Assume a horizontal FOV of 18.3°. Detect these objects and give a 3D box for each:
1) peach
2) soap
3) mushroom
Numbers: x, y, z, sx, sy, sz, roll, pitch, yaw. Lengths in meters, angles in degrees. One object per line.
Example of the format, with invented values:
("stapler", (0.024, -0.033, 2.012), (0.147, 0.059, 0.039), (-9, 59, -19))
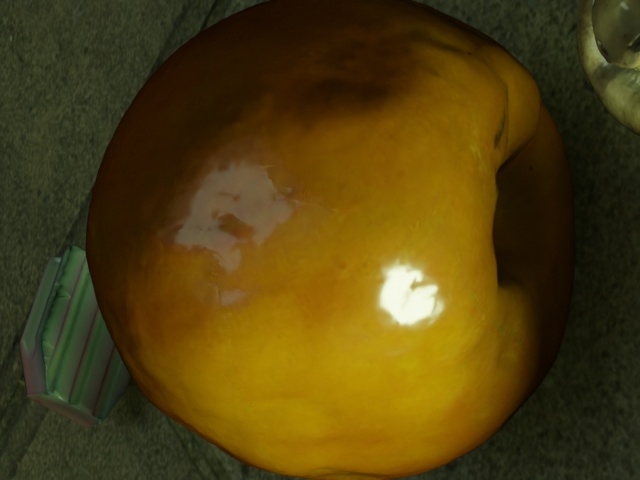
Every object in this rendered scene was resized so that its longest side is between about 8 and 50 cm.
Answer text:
("peach", (0.000, 0.000, 1.345), (0.301, 0.342, 0.343), (-4, 84, 29))
("soap", (-0.215, 0.092, 1.794), (0.056, 0.100, 0.149), (-28, 41, 52))
("mushroom", (0.233, -0.139, 1.251), (0.166, 0.127, 0.166), (-10, 76, 44))
